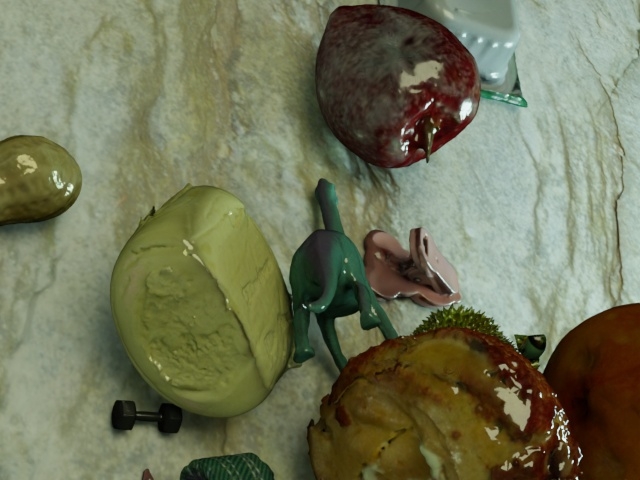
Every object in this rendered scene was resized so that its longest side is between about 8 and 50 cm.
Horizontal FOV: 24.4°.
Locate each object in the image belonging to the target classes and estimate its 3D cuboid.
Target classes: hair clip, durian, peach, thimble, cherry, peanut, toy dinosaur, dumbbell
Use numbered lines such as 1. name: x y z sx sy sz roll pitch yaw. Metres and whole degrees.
1. hair clip: 0.127 0.046 2.092 0.138 0.102 0.123 46 37 -43
2. durian: 0.186 0.169 1.966 0.159 0.146 0.198 36 38 18
3. peach: 0.442 0.248 1.943 0.302 0.343 0.342 29 45 -36
4. thimble: -0.102 0.312 1.689 0.090 0.118 0.135 -2 59 -32
5. cherry: 0.105 -0.230 2.153 0.230 0.203 0.300 -31 62 -6
6. peanut: -0.393 -0.068 1.784 0.236 0.120 0.110 -13 104 -44
7. toy dinosaur: 0.000 0.000 1.881 0.129 0.383 0.331 -19 65 7
8. dumbbell: -0.206 0.209 1.756 0.083 0.040 0.036 8 23 -28

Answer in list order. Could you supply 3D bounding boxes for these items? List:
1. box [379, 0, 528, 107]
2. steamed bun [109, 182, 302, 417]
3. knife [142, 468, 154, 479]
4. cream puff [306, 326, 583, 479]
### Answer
1. box: 0.231 -0.399 2.431 0.264 0.106 0.336 15 52 -23
2. steamed bun: -0.143 0.078 1.790 0.232 0.166 0.273 -70 138 -63
3. knife: -0.173 0.371 1.675 0.035 0.018 0.247 -3 57 -30
4. cream puff: 0.164 0.255 1.758 0.229 0.350 0.350 -16 68 -49
